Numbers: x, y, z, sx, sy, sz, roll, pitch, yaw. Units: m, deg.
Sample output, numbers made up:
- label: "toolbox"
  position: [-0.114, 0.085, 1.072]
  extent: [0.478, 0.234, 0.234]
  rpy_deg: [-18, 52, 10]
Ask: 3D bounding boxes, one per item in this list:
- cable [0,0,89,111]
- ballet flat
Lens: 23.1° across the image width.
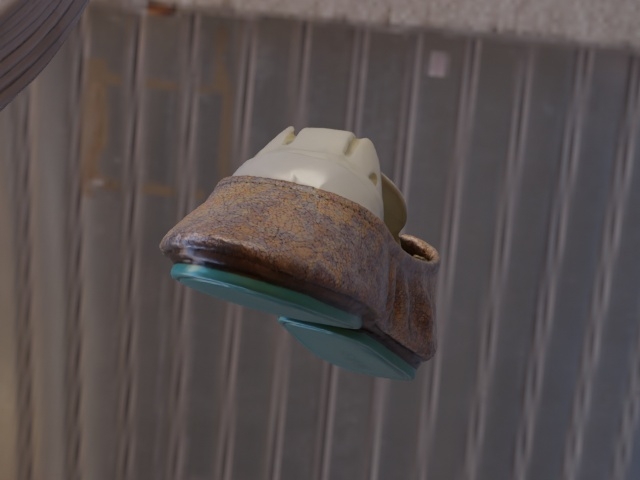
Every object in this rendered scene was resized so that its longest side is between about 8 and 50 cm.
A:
- label: "cable"
  position: [-0.197, -0.153, 0.565]
  extent: [0.257, 0.257, 0.089]
  rpy_deg: [-54, 2, -25]
- label: "ballet flat"
  position: [0.000, 0.000, 0.827]
  extent: [0.316, 0.107, 0.106]
  rpy_deg: [43, -120, -73]
